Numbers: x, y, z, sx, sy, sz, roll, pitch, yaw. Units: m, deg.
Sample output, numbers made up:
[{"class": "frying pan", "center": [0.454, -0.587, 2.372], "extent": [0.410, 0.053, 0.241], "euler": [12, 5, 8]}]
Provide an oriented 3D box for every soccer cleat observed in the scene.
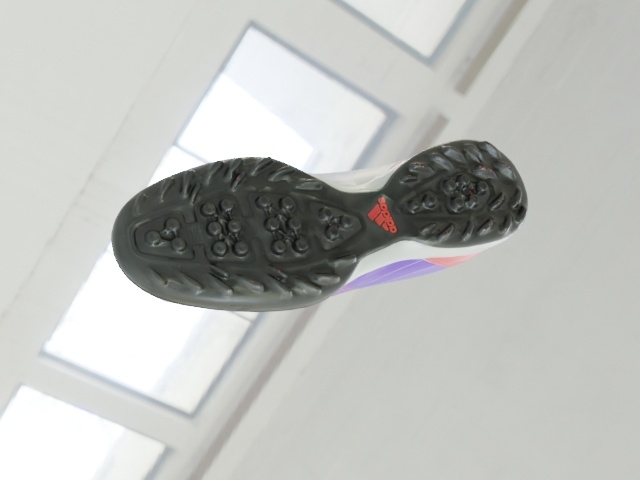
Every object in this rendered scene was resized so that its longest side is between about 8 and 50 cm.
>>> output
[{"class": "soccer cleat", "center": [0.000, 0.000, 0.712], "extent": [0.116, 0.318, 0.108], "euler": [-43, -117, 55]}]
